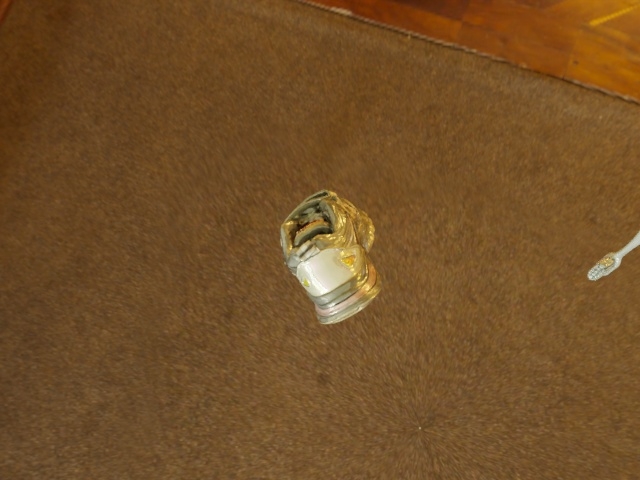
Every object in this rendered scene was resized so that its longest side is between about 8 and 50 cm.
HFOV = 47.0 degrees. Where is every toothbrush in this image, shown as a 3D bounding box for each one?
[{"bbox_3d":[0.188,-0.009,0.411,0.014,0.167,0.011,-32,74,-16],"label":"toothbrush"}]

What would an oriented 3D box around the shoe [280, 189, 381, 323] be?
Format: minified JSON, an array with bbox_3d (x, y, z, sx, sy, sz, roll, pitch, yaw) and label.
[{"bbox_3d":[0.000,0.000,0.742,0.089,0.092,0.180,-30,30,15],"label":"shoe"}]
